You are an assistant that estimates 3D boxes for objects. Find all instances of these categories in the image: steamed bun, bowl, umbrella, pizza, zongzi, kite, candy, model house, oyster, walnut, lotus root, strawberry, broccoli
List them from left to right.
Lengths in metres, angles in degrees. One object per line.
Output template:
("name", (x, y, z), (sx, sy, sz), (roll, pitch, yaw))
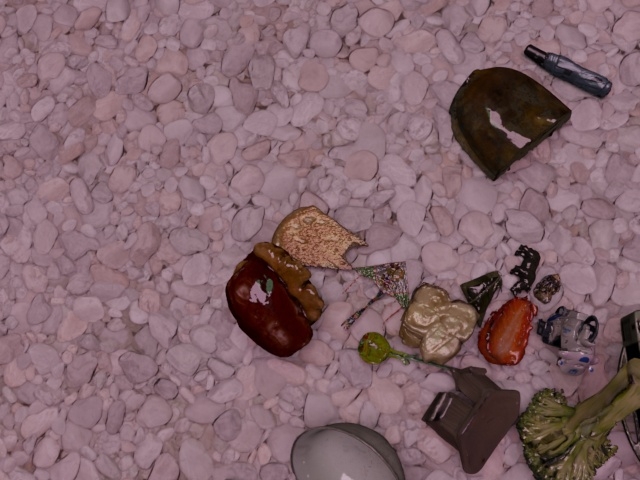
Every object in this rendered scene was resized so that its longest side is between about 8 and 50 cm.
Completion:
("walnut", (-0.103, 0.138, 1.733), (0.269, 0.222, 0.244), (47, 117, -3))
("pizza", (0.000, 0.000, 1.842), (0.261, 0.034, 0.181), (11, 80, 10))
("bowl", (0.093, 0.535, 1.638), (0.313, 0.146, 0.314), (15, 121, 26))
("kite", (0.148, 0.147, 1.789), (0.198, 0.006, 0.244), (42, 77, 5))
("candy", (0.223, 0.297, 1.741), (0.261, 0.073, 0.077), (14, 98, 3))
("steamed bun", (0.290, 0.219, 1.723), (0.177, 0.106, 0.192), (22, 73, 16))
("model house", (0.347, 0.413, 1.658), (0.188, 0.122, 0.229), (32, 89, 49))
("zongzi", (0.427, 0.146, 1.748), (0.109, 0.055, 0.119), (-24, 87, 0))
("lotus root", (0.476, -0.347, 1.800), (0.267, 0.149, 0.260), (-38, 76, -5))
("strawberry", (0.465, 0.226, 1.716), (0.121, 0.082, 0.188), (38, 75, -6))
("oyster", (0.578, 0.118, 1.746), (0.054, 0.019, 0.083), (40, 86, 14))
("umbrella", (0.661, -0.457, 1.843), (0.250, 0.053, 0.052), (33, 85, 12))
("broccoli", (0.607, 0.389, 1.542), (0.221, 0.252, 0.361), (42, 110, 16))

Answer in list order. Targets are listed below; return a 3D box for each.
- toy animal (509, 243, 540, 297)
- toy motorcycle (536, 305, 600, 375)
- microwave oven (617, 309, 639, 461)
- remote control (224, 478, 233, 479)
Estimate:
("toy animal", (0.517, 0.083, 1.749), (0.064, 0.047, 0.136), (20, 76, 3))
("toy motorcycle", (0.587, 0.236, 1.626), (0.102, 0.221, 0.150), (13, 92, -7))
("microwave oven", (0.868, 0.345, 1.543), (0.332, 0.247, 0.395), (-6, 77, 8))
("remote control", (-0.124, 0.660, 1.711), (0.260, 0.029, 0.067), (18, 116, 11))
